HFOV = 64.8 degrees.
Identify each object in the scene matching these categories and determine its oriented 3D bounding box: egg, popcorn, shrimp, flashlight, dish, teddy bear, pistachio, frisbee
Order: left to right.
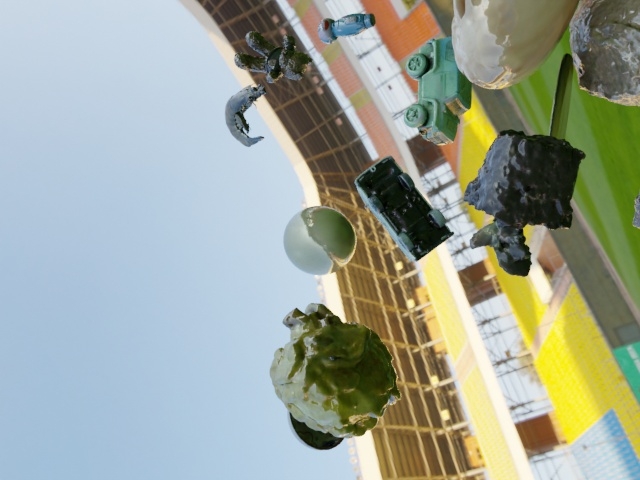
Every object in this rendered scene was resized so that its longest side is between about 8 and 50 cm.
[{"bbox_3d":[-0.196,-0.340,1.385,0.051,0.217,0.150,-22,-89,-37],"label":"shrimp"},{"bbox_3d":[-0.149,-0.609,1.696,0.251,0.182,0.129,23,-179,15],"label":"teddy bear"},{"bbox_3d":[-0.019,0.377,1.060,0.141,0.078,0.141,18,-132,-21],"label":"dish"},{"bbox_3d":[0.000,0.000,1.349,0.189,0.188,0.253,57,162,-11],"label":"egg"},{"bbox_3d":[0.027,0.234,0.950,0.233,0.192,0.266,-23,-112,-23],"label":"popcorn"},{"bbox_3d":[0.052,-0.434,1.025,0.051,0.129,0.051,-1,-89,-58],"label":"flashlight"},{"bbox_3d":[0.352,-0.419,0.874,0.213,0.318,0.193,32,-172,-24],"label":"pistachio"},{"bbox_3d":[0.454,-0.230,0.955,0.236,0.017,0.236,-29,-57,-57],"label":"frisbee"},{"bbox_3d":[0.604,-0.370,0.909,0.279,0.279,0.310,39,-174,-42],"label":"egg"}]

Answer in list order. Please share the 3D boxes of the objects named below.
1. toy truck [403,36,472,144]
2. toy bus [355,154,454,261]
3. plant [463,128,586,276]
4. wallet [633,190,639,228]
[{"bbox_3d":[0.334,-0.416,1.420,0.155,0.156,0.279,15,-105,-53],"label":"toy truck"},{"bbox_3d":[0.221,-0.077,1.380,0.276,0.133,0.165,54,178,12],"label":"toy bus"},{"bbox_3d":[0.288,-0.055,0.736,0.131,0.203,0.142,12,-154,-12],"label":"plant"},{"bbox_3d":[0.762,-0.107,1.154,0.038,0.118,0.153,36,158,39],"label":"wallet"}]
